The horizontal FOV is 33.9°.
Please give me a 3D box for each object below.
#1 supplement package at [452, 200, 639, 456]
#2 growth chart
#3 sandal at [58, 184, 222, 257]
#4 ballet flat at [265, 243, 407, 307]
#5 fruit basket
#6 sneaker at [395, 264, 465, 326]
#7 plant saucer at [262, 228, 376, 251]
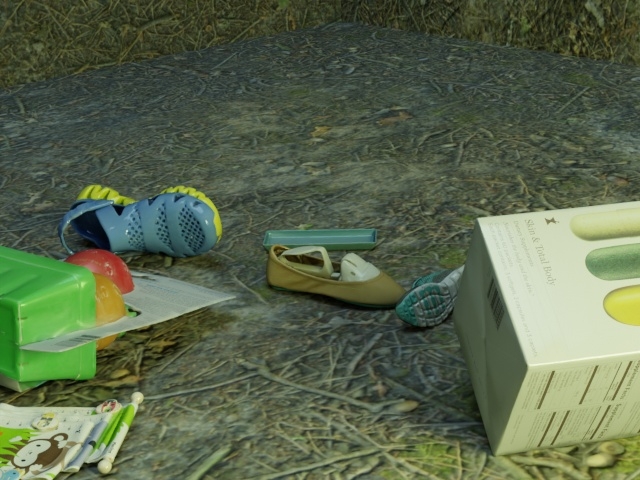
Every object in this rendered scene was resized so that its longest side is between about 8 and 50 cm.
[{"bbox_3d":[0.309,0.094,1.180,0.262,0.198,0.199,-6,52,-8],"label":"supplement package"},{"bbox_3d":[-0.338,0.233,1.228,0.237,0.021,0.172,-2,26,2],"label":"growth chart"},{"bbox_3d":[-0.309,-0.016,1.746,0.317,0.126,0.138,0,24,28],"label":"sandal"},{"bbox_3d":[0.019,0.050,1.584,0.232,0.073,0.080,7,24,22],"label":"ballet flat"},{"bbox_3d":[-0.350,0.093,1.471,0.327,0.165,0.353,11,10,31],"label":"fruit basket"},{"bbox_3d":[0.156,0.082,1.526,0.076,0.065,0.166,-4,11,45],"label":"sneaker"},{"bbox_3d":[0.000,0.000,1.788,0.192,0.018,0.067,-2,22,4],"label":"plant saucer"}]
